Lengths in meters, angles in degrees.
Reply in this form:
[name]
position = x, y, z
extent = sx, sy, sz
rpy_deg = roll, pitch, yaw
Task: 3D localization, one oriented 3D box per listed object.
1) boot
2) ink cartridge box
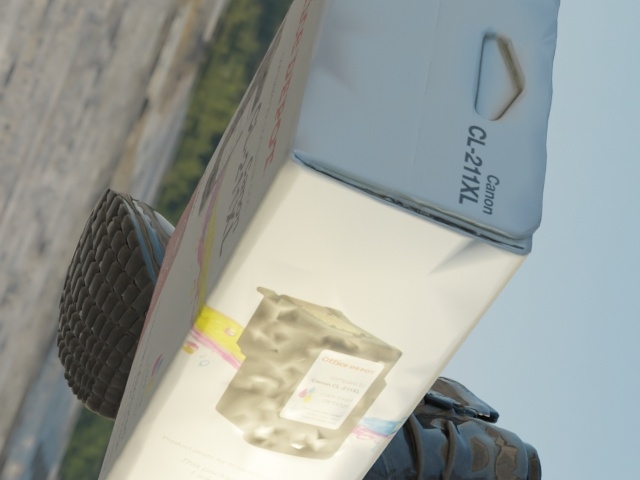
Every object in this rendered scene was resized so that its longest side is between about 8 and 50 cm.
[boot]
position = -0.024, 0.087, 1.087
extent = 0.118, 0.223, 0.338
rpy_deg = -66, -148, 18
[ink cartridge box]
position = 0.000, 0.000, 0.544
extent = 0.127, 0.072, 0.175
rpy_deg = -78, -166, -45
